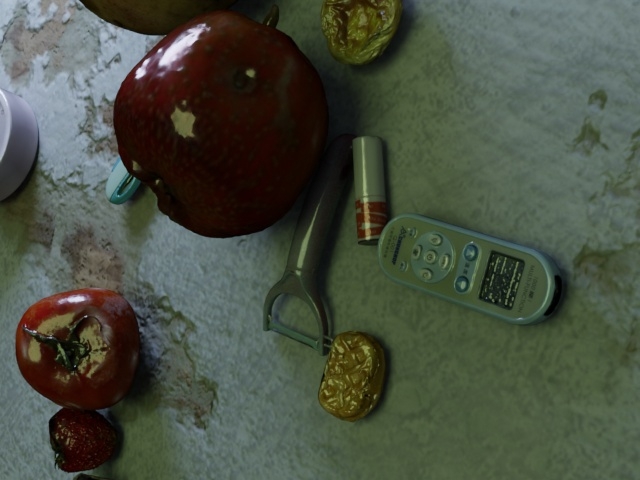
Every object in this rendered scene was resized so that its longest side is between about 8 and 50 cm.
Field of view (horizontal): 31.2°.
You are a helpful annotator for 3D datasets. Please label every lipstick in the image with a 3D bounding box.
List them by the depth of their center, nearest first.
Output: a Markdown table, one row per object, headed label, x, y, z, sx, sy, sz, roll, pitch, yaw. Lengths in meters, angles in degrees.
| label | x | y | z | sx | sy | sz | roll | pitch | yaw |
| --- | --- | --- | --- | --- | --- | --- | --- | --- | --- |
| lipstick | 0.061 | -0.061 | 1.406 | 0.038 | 0.038 | 0.131 | -11 | 77 | 38 |

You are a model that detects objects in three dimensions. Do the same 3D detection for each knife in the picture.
| label | x | y | z | sx | sy | sz | roll | pitch | yaw |
| --- | --- | --- | --- | --- | --- | --- | --- | --- | --- |
| knife | -0.001 | -0.001 | 1.444 | 0.123 | 0.053 | 0.278 | 19 | 97 | 34 |
| knife | -0.249 | -0.143 | 1.682 | 0.222 | 0.031 | 0.064 | -52 | 51 | 18 |

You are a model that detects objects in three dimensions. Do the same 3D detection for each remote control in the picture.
| label | x | y | z | sx | sy | sz | roll | pitch | yaw |
| --- | --- | --- | --- | --- | --- | --- | --- | --- | --- |
| remote control | 0.167 | 0.031 | 1.301 | 0.244 | 0.047 | 0.087 | 20 | 93 | 40 |

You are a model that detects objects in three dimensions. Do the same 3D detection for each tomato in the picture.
| label | x | y | z | sx | sy | sz | roll | pitch | yaw |
| --- | --- | --- | --- | --- | --- | --- | --- | --- | --- |
| tomato | -0.343 | 0.157 | 1.635 | 0.187 | 0.151 | 0.187 | 0 | 84 | -3 |

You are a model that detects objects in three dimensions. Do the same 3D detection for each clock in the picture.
| label | x | y | z | sx | sy | sz | roll | pitch | yaw |
| --- | --- | --- | --- | --- | --- | --- | --- | --- | --- |
| clock | -0.562 | -0.160 | 1.898 | 0.196 | 0.068 | 0.197 | -8 | 73 | 29 |

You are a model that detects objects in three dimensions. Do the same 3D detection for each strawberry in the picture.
| label | x | y | z | sx | sy | sz | roll | pitch | yaw |
| --- | --- | --- | --- | --- | --- | --- | --- | --- | --- |
| strawberry | -0.345 | 0.286 | 1.670 | 0.106 | 0.106 | 0.106 | -6 | 80 | 39 |

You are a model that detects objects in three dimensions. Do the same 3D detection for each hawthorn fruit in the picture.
| label | x | y | z | sx | sy | sz | roll | pitch | yaw |
| --- | --- | --- | --- | --- | --- | --- | --- | --- | --- |
| hawthorn fruit | -0.114 | -0.154 | 1.420 | 0.275 | 0.275 | 0.300 | 25 | 89 | 39 |

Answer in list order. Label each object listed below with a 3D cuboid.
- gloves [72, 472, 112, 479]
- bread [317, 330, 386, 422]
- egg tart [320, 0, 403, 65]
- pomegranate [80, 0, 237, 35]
| label | x | y | z | sx | sy | sz | roll | pitch | yaw |
| --- | --- | --- | --- | --- | --- | --- | --- | --- | --- |
| gloves | -0.334 | 0.407 | 1.639 | 0.110 | 0.094 | 0.144 | 33 | 83 | 14 |
| bread | 0.039 | 0.165 | 1.390 | 0.083 | 0.044 | 0.111 | 15 | 91 | 39 |
| egg tart | 0.054 | -0.280 | 1.433 | 0.130 | 0.052 | 0.130 | -5 | 82 | 38 |
| pomegranate | -0.208 | -0.432 | 1.532 | 0.322 | 0.322 | 0.322 | -6 | 80 | 39 |
